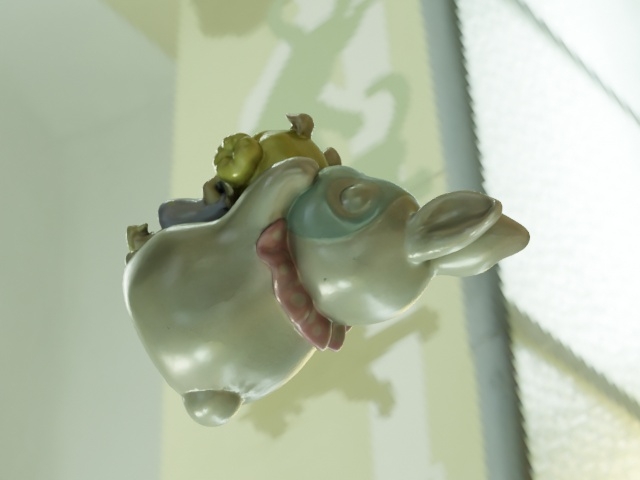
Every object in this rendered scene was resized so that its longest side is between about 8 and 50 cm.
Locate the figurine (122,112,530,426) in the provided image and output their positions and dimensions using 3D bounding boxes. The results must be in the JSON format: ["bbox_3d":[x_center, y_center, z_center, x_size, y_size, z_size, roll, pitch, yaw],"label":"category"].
[{"bbox_3d":[0.000,0.000,1.063,0.127,0.235,0.155,48,-161,-44],"label":"figurine"}]
